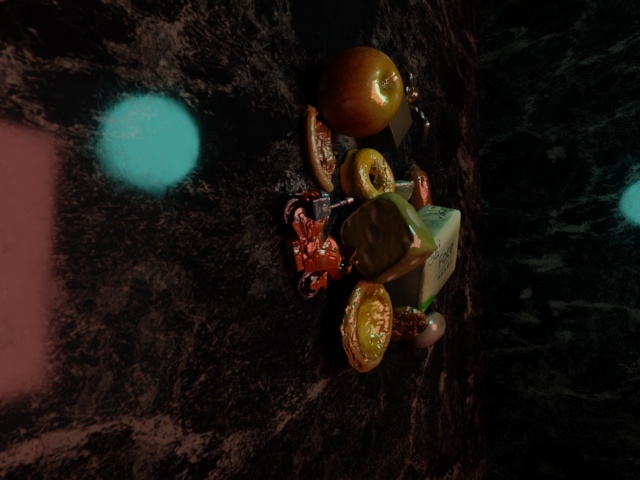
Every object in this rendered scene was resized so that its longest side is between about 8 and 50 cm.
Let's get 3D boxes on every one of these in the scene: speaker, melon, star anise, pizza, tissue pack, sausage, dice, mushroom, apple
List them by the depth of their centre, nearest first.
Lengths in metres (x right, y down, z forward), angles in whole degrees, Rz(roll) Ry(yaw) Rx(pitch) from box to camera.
[{"bbox_3d":[-0.001,-0.283,1.249,0.134,0.056,0.270,-16,103,-47],"label":"pizza"},{"bbox_3d":[0.129,-0.466,1.271,0.286,0.233,0.285,0,90,-42],"label":"apple"},{"bbox_3d":[0.228,-0.006,1.352,0.227,0.233,0.238,6,50,-58],"label":"dice"},{"bbox_3d":[0.238,-0.460,1.533,0.230,0.153,0.192,-58,133,-41],"label":"speaker"},{"bbox_3d":[0.418,0.079,1.657,0.405,0.205,0.331,-39,134,-45],"label":"tissue pack"},{"bbox_3d":[0.336,-0.227,1.715,0.203,0.140,0.093,27,44,-50],"label":"melon"},{"bbox_3d":[0.388,-0.594,1.778,0.237,0.148,0.346,-50,119,-43],"label":"star anise"},{"bbox_3d":[0.452,0.391,1.811,0.206,0.209,0.206,-56,174,-9],"label":"mushroom"},{"bbox_3d":[0.453,-0.211,1.872,0.133,0.133,0.258,-33,116,-52],"label":"sausage"}]

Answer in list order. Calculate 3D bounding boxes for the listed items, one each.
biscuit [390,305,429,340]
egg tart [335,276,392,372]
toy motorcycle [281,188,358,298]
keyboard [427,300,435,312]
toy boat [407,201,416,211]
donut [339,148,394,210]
[{"bbox_3d":[0.305,0.325,1.540,0.226,0.226,0.042,54,25,-41],"label":"biscuit"},{"bbox_3d":[0.133,0.280,1.358,0.319,0.128,0.318,8,80,-54],"label":"egg tart"},{"bbox_3d":[0.000,0.000,1.165,0.221,0.148,0.325,-23,115,-31],"label":"toy motorcycle"},{"bbox_3d":[0.572,0.327,2.117,0.231,0.023,0.072,50,42,-44],"label":"keyboard"},{"bbox_3d":[0.330,-0.097,1.726,0.228,0.085,0.155,-2,107,-51],"label":"toy boat"},{"bbox_3d":[0.170,-0.220,1.465,0.254,0.118,0.253,12,72,-42],"label":"donut"}]
